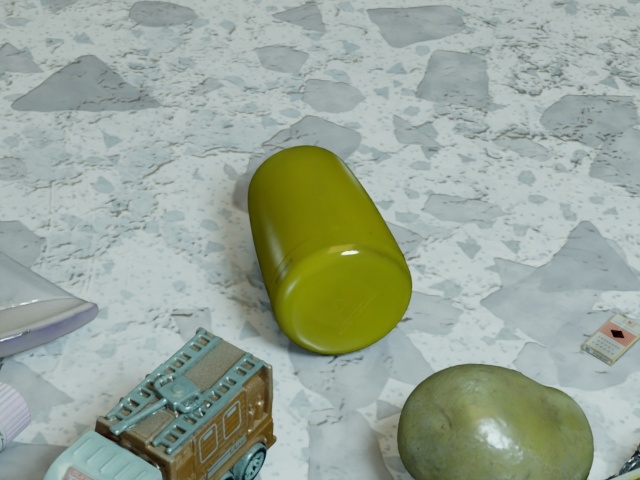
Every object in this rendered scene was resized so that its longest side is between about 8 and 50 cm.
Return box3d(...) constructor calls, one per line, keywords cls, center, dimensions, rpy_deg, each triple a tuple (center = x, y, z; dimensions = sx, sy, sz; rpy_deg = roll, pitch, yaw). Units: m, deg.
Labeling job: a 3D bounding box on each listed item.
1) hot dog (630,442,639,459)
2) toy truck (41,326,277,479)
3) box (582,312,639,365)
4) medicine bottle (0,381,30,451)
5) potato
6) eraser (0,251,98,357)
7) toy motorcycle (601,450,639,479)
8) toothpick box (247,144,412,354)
box3d(cls="hot dog", center=(0.388, 0.298, 1.768), dimensions=(0.123, 0.093, 0.261), rpy_deg=(11, 57, 40))
box3d(cls="toy truck", center=(-0.176, 0.234, 1.712), dimensions=(0.136, 0.162, 0.305), rpy_deg=(26, 43, 22))
box3d(cls="box", center=(0.378, 0.127, 2.043), dimensions=(0.046, 0.012, 0.083), rpy_deg=(31, 45, 27))
box3d(cls="medicine bottle", center=(-0.405, 0.234, 1.739), dimensions=(0.083, 0.083, 0.203), rpy_deg=(27, 44, 22))
box3d(cls="potato", center=(0.200, 0.226, 1.790), dimensions=(0.235, 0.160, 0.177), rpy_deg=(5, 76, -24))
box3d(cls="eraser", center=(-0.424, 0.096, 1.923), dimensions=(0.204, 0.059, 0.243), rpy_deg=(30, 41, 25))
box3d(cls="toy motorcycle", center=(0.302, 0.315, 1.652), dimensions=(0.263, 0.091, 0.157), rpy_deg=(-28, 26, 10))
box3d(cls="toothpick box", center=(0.000, 0.000, 2.019), dimensions=(0.175, 0.175, 0.271), rpy_deg=(-5, 38, -14))
